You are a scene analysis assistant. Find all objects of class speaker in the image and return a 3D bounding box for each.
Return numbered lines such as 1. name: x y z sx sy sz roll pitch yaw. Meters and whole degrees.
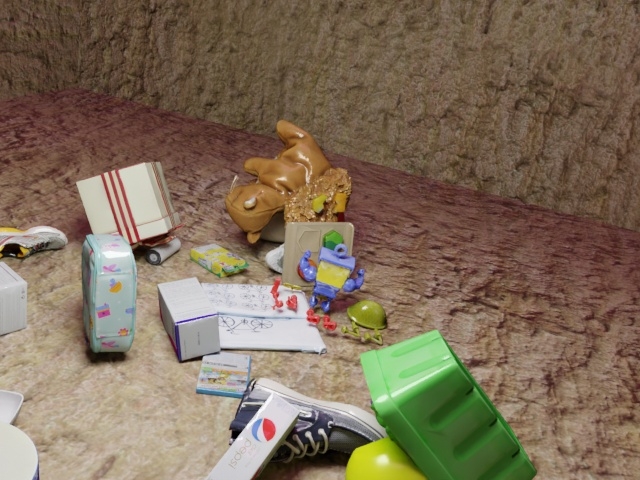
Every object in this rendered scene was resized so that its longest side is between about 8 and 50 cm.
1. speaker: -0.505 0.031 2.141 0.055 0.055 0.136 15 23 11

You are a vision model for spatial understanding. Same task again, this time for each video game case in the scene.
1. video game case: -0.234 0.324 1.619 0.119 0.015 0.166 9 22 -6

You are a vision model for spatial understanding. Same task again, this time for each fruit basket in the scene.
1. fruit basket: 0.176 0.413 1.279 0.392 0.391 0.283 9 14 -5

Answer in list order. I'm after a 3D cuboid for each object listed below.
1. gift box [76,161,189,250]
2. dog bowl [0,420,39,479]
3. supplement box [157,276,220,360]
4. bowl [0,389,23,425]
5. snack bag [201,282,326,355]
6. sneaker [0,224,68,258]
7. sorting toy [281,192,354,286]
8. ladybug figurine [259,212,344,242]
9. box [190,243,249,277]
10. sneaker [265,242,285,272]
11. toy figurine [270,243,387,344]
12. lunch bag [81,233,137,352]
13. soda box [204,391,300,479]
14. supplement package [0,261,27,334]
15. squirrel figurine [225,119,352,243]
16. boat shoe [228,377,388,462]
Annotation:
1. gift box: -0.579 -0.101 2.092 0.255 0.258 0.276 -15 7 6
2. dog bowl: -0.612 0.419 1.106 0.265 0.104 0.265 9 22 -4
3. supplement box: -0.344 0.198 1.718 0.114 0.111 0.220 -11 28 -23
4. bowl: -0.673 0.353 1.304 0.142 0.053 0.142 9 23 -5
5. snack bag: -0.171 0.213 1.884 0.323 0.037 0.342 5 23 -15
6. sneaker: -0.879 0.016 1.998 0.225 0.088 0.092 -6 48 -34
7. sorting toy: 0.000 0.000 2.114 0.229 0.307 0.041 0 13 -21
8. ladybug figurine: -0.086 -0.110 2.525 0.450 0.161 0.305 -11 31 -42
9. box: -0.326 0.068 2.153 0.179 0.043 0.105 25 26 36
10. sneaker: -0.116 0.053 2.245 0.115 0.090 0.232 19 14 37
11. toy figurine: 0.055 0.123 1.907 0.363 0.217 0.191 19 19 -2
12. lunch bag: -0.524 0.129 1.620 0.108 0.279 0.224 -1 15 -28
13. soda box: -0.129 0.403 1.270 0.069 0.074 0.216 33 58 14
14. supplement package: -0.851 0.157 1.582 0.139 0.133 0.244 28 28 35
15. squirrel figurine: -0.108 -0.145 2.201 0.397 0.281 0.370 31 50 20
16. boat shoe: -0.030 0.416 1.389 0.341 0.127 0.158 14 35 16
